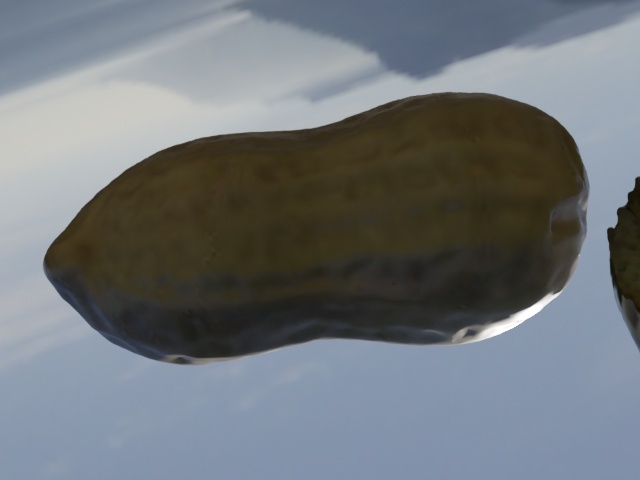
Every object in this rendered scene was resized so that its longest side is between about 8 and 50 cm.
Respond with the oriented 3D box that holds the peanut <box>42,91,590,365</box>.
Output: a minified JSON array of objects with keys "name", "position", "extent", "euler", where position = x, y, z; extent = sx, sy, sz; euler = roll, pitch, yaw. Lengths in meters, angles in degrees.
[{"name":"peanut","position":[0.000,0.000,0.901],"extent":[0.256,0.124,0.123],"euler":[-10,-171,16]}]

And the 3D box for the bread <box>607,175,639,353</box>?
[{"name":"bread","position":[0.188,0.036,0.720],"extent":[0.128,0.088,0.232],"euler":[-33,-147,11]}]
